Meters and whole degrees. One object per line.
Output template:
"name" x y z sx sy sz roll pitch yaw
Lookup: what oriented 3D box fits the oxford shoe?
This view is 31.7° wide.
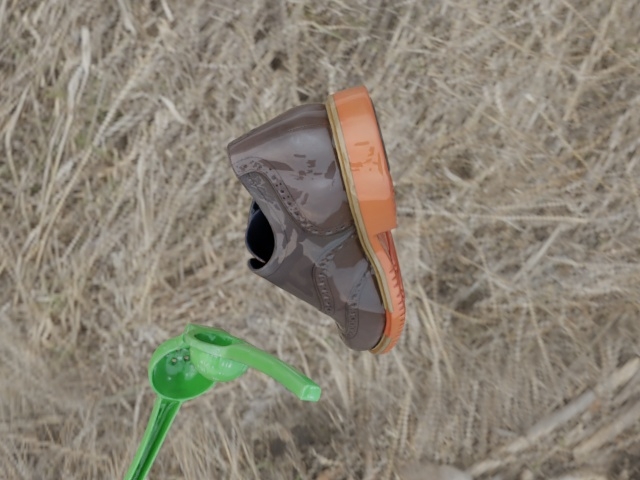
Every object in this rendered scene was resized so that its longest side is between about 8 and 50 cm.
"oxford shoe" 0.000 0.000 0.754 0.098 0.096 0.271 -13 145 0

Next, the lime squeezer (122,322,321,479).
"lime squeezer" -0.091 0.109 0.838 0.059 0.110 0.310 29 143 -20
